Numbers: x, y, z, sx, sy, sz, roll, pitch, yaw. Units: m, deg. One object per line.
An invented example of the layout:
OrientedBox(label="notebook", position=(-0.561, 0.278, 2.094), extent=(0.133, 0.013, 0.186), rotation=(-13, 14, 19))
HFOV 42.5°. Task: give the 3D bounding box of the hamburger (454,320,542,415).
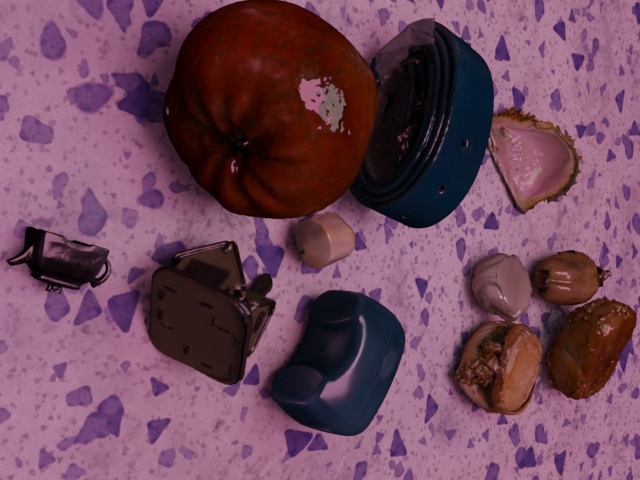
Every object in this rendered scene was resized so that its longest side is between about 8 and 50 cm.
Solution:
OrientedBox(label="hamburger", position=(0.463, 0.329, 2.112), extent=(0.286, 0.146, 0.243), rotation=(-19, 110, -45))

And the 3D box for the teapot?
OrientedBox(label="teapot", position=(-0.434, 0.041, 1.379), extent=(0.177, 0.087, 0.096), rotation=(20, 83, -39))

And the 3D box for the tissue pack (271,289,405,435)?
OrientedBox(label="tissue pack", position=(0.052, 0.263, 1.721), extent=(0.206, 0.198, 0.287), rotation=(40, 64, -32))

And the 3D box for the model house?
OrientedBox(label="model house", position=(-0.166, 0.087, 1.551), extent=(0.278, 0.205, 0.218), rotation=(-52, 161, -47))

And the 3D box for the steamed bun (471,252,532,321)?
OrientedBox(label="steamed bun", position=(0.463, 0.119, 2.126), extent=(0.183, 0.106, 0.182), rotation=(17, 64, -41))

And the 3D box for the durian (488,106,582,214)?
OrientedBox(label="durian", position=(0.587, -0.222, 2.175), extent=(0.185, 0.196, 0.305), rotation=(-34, 110, -42))

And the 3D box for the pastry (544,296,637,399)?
OrientedBox(label="pastry", position=(0.752, 0.294, 2.323), extent=(0.255, 0.162, 0.310), rotation=(-1, 116, -48))

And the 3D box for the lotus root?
OrientedBox(label="lotus root", position=(0.685, 0.103, 2.296), extent=(0.257, 0.140, 0.154), rotation=(2, 78, -34))

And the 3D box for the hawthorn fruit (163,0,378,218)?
OrientedBox(label="hawthorn fruit", position=(-0.074, -0.245, 1.510), extent=(0.403, 0.403, 0.402), rotation=(-1, 92, -40))

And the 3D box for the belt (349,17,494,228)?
OrientedBox(label="belt", position=(0.205, -0.251, 1.774), extent=(0.173, 0.300, 0.436), rotation=(27, 71, -39))

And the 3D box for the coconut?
OrientedBox(label="coconut", position=(0.000, 0.000, 1.727), extent=(0.122, 0.116, 0.116), rotation=(-20, 104, -43))
